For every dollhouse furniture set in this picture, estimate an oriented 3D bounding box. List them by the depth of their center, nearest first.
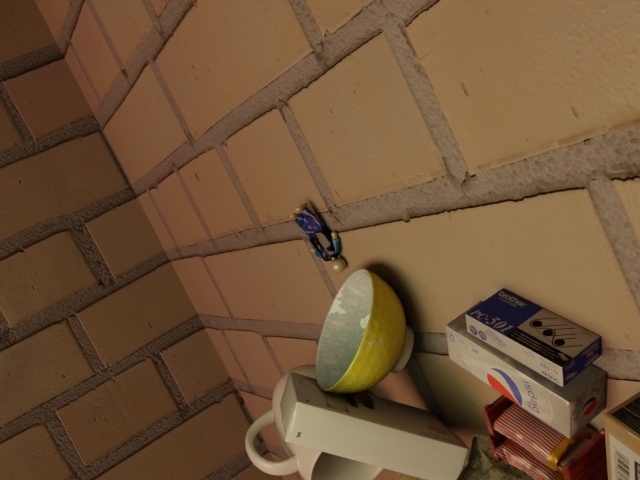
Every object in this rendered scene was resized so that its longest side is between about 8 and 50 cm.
[{"bbox_3d":[0.319,0.436,1.270,0.201,0.374,0.152,27,144,48],"label":"dollhouse furniture set"}]

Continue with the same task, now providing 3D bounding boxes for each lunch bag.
[{"bbox_3d":[0.410,0.549,1.449,0.287,0.169,0.235,18,139,22],"label":"lunch bag"}]

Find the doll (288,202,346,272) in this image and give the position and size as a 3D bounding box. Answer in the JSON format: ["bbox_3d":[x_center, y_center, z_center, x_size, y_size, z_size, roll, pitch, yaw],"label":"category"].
[{"bbox_3d":[0.000,0.000,1.801,0.189,0.046,0.129,52,146,5],"label":"doll"}]

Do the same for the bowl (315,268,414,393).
[{"bbox_3d":[0.117,0.223,1.646,0.156,0.290,0.289,21,160,-15],"label":"bowl"}]

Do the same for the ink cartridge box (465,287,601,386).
[{"bbox_3d":[0.354,0.158,1.224,0.207,0.097,0.046,30,142,49],"label":"ink cartridge box"}]

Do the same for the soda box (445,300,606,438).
[{"bbox_3d":[0.357,0.222,1.291,0.286,0.098,0.091,31,143,47],"label":"soda box"}]

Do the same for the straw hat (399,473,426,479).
[{"bbox_3d":[0.279,0.622,1.848,0.144,0.144,0.061,57,147,8],"label":"straw hat"}]

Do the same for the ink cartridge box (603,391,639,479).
[{"bbox_3d":[0.534,0.379,1.099,0.193,0.088,0.235,40,149,58],"label":"ink cartridge box"}]

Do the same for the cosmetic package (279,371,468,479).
[{"bbox_3d":[0.104,0.414,1.623,0.284,0.377,0.098,-143,70,-83],"label":"cosmetic package"}]

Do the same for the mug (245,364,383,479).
[{"bbox_3d":[-0.031,0.531,2.053,0.328,0.374,0.276,43,146,48],"label":"mug"}]
